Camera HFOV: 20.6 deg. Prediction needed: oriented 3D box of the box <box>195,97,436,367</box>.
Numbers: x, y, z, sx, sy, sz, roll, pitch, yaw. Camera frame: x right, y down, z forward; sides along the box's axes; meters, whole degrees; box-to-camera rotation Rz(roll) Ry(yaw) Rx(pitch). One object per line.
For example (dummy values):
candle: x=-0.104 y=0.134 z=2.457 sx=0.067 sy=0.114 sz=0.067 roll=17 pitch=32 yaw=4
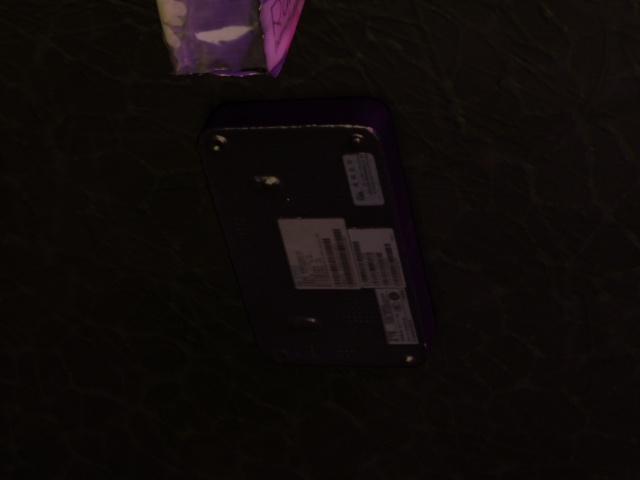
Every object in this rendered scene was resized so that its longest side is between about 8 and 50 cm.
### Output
box: x=0.000 y=0.000 z=1.948 sx=0.211 sy=0.058 sz=0.350 roll=-2 pitch=130 yaw=17

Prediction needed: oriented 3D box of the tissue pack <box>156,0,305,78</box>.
tissue pack: x=-0.085 y=-0.340 z=1.554 sx=0.125 sy=0.242 sz=0.344 roll=0 pitch=130 yaw=12
